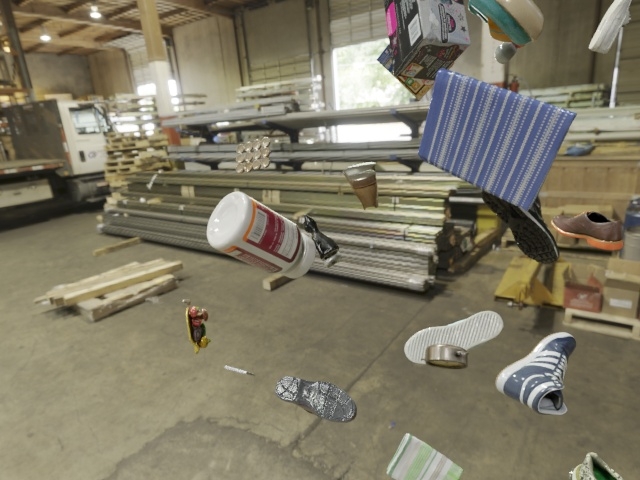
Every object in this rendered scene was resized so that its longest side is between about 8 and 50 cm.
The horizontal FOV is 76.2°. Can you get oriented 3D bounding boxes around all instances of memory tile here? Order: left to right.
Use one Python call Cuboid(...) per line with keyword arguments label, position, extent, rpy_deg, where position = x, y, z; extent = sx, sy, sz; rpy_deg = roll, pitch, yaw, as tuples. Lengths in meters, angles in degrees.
Cuboid(label="memory tile", position=(-0.241, -0.301, 1.456), extent=(0.147, 0.113, 0.012), rpy_deg=(-7, -11, 26))

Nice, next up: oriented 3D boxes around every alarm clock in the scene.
Cuboid(label="alarm clock", position=(0.404, 0.360, 1.278), extent=(0.129, 0.064, 0.192), rpy_deg=(13, -23, -8))

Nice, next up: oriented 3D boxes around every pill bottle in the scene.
Cuboid(label="pill bottle", position=(-0.211, -0.004, 1.557), extent=(0.224, 0.224, 0.392), rpy_deg=(14, -12, 46))

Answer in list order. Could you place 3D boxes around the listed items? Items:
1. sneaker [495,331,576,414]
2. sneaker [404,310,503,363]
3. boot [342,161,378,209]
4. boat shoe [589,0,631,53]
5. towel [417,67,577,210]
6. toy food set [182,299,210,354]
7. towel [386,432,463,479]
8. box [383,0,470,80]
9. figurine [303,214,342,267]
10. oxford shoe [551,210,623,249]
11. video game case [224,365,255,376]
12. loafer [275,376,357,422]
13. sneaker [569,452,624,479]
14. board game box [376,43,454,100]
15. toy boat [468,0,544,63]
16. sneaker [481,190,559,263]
Cuboid(label="sneaker", position=(0.635, 0.363, 1.108), extent=(0.282, 0.099, 0.153), rpy_deg=(-27, 20, -15))
Cuboid(label="sneaker", position=(0.500, 0.378, 1.528), extent=(0.365, 0.135, 0.150), rpy_deg=(-20, -26, 11))
Cuboid(label="boot", position=(0.140, -0.186, 1.343), extent=(0.112, 0.115, 0.305), rpy_deg=(-14, 21, 10))
Cuboid(label="boat shoe", position=(0.901, -0.666, 1.241), extent=(0.063, 0.184, 0.066), rpy_deg=(24, 14, 3))
Cuboid(label="towel", position=(0.388, -0.244, 0.967), extent=(0.040, 0.243, 0.336), rpy_deg=(-27, 49, -32))
Cuboid(label="toy food set", position=(-0.463, 0.318, 1.559), extent=(0.071, 0.218, 0.128), rpy_deg=(-13, -14, -8))
Cuboid(label="towel", position=(0.250, 0.555, 0.982), extent=(0.151, 0.113, 0.023), rpy_deg=(28, 0, 14))
Cuboid(label="box", position=(0.275, -0.579, 1.067), extent=(0.142, 0.248, 0.163), rpy_deg=(-2, -11, -18))
Cuboid(label="figurine", position=(0.000, 0.000, 1.797), extent=(0.092, 0.210, 0.215), rpy_deg=(-33, -20, -3))
Cuboid(label="oxford shoe", position=(0.865, -0.055, 1.326), extent=(0.096, 0.099, 0.271), rpy_deg=(-10, 18, -9))
Cuboid(label="video game case", position=(-0.300, 0.490, 1.528), extent=(0.087, 0.011, 0.122), rpy_deg=(12, -20, 12))
Cuboid(label="loafer", position=(-0.007, 0.527, 1.352), extent=(0.302, 0.095, 0.109), rpy_deg=(7, 57, 31))
Cuboid(label="sneaker", position=(0.971, 0.850, 1.270), extent=(0.157, 0.182, 0.410), rpy_deg=(-24, 30, -12))
Cuboid(label="board game box", position=(0.294, -0.560, 1.277), extent=(0.146, 0.193, 0.045), rpy_deg=(-42, 8, 45))
Cuboid(label="toy boat", position=(0.562, -0.652, 1.239), extent=(0.318, 0.148, 0.268), rpy_deg=(4, 49, -51))
Cuboid(label="sneaker", position=(0.589, -0.073, 1.140), extent=(0.124, 0.283, 0.107), rpy_deg=(-37, 0, -23))
